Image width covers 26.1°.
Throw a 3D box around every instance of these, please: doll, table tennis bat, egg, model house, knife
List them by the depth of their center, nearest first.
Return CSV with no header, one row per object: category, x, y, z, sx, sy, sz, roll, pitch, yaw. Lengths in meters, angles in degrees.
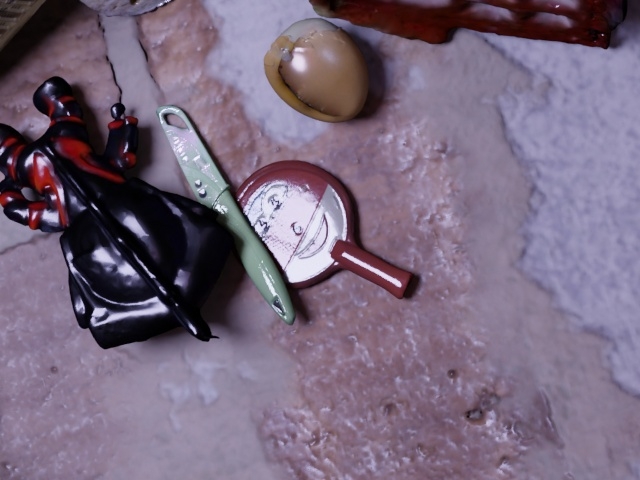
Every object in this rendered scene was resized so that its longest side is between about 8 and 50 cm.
model house,0.099,-0.247,0.989,0.254,0.160,0.196,6,84,12
egg,0.000,-0.126,1.035,0.071,0.071,0.083,-42,96,3
doll,-0.156,-0.014,1.046,0.249,0.088,0.127,44,112,21
table tennis bat,0.000,0.000,1.048,0.155,0.019,0.098,28,89,15
knife,-0.074,-0.021,1.055,0.030,0.014,0.207,-34,73,11

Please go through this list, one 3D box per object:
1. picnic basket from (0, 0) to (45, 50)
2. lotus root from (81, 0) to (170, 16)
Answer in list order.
picnic basket,-0.366,-0.194,1.006,0.313,0.175,0.228,-41,78,25
lotus root,-0.141,-0.234,1.049,0.122,0.112,0.081,-24,78,7
